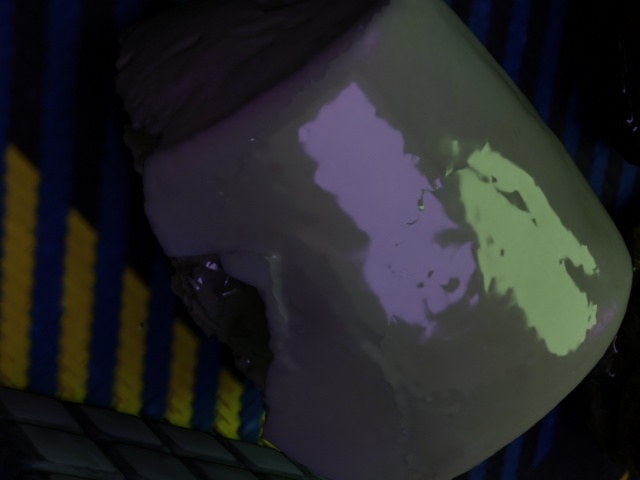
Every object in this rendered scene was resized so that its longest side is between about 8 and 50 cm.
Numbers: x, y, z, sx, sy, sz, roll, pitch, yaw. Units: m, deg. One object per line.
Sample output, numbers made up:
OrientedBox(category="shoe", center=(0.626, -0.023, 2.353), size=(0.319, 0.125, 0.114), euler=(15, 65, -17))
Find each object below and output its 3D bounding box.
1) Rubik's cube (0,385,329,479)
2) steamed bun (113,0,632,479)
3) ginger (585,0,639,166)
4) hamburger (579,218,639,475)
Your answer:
OrientedBox(category="Rubik's cube", center=(-0.062, 0.227, 0.467), size=(0.238, 0.237, 0.237), euler=(20, 93, -37))
OrientedBox(category="steamed bun", center=(0.000, 0.000, 0.461), size=(0.225, 0.200, 0.170), euler=(48, 54, -24))
OrientedBox(category="ginger", center=(0.291, -0.125, 0.598), size=(0.269, 0.223, 0.200), euler=(-3, 100, -29))
OrientedBox(category="hamburger", center=(0.259, 0.077, 0.706), size=(0.189, 0.122, 0.215), euler=(-20, 121, -20))
